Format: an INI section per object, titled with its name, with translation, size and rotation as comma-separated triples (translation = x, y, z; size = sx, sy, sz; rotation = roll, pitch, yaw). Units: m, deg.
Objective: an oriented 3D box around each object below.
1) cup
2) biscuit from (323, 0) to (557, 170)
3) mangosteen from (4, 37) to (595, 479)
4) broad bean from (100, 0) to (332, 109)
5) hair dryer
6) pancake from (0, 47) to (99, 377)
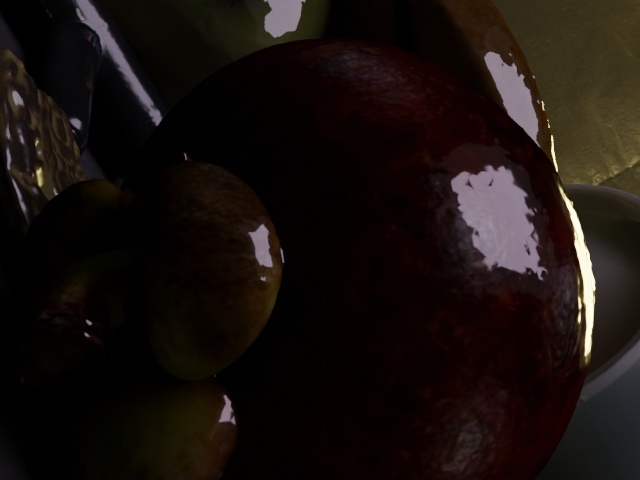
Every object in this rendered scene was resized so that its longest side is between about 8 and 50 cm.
[cup]
translation = 0.178, 0.119, 1.428
size = 0.274, 0.259, 0.357
rotation = 61, -2, -32
[biscuit]
translation = 0.036, -0.026, 1.133
size = 0.314, 0.063, 0.367
rotation = 55, -30, 36
[mangosteen]
translation = -0.017, 0.032, 0.704
size = 0.257, 0.215, 0.215
rotation = -15, 72, -44
[broad bean]
translation = -0.093, -0.184, 1.062
size = 0.263, 0.189, 0.121
rotation = 54, -36, 9
[hair dryer]
translation = -0.142, -0.094, 0.910
size = 0.173, 0.050, 0.195
rotation = 56, 12, -13
[pancake]
translation = -0.101, -0.006, 0.820
size = 0.184, 0.020, 0.190
rotation = -61, 130, -68
